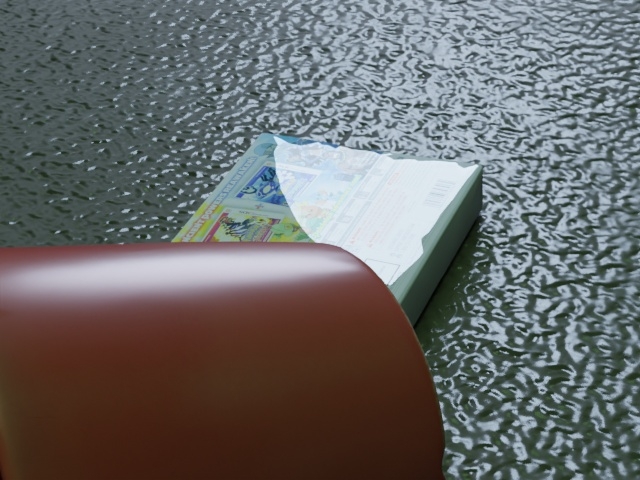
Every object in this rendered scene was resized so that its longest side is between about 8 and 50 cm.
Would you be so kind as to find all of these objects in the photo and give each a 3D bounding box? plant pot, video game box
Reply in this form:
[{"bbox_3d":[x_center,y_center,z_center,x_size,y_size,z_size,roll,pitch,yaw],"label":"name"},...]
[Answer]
[{"bbox_3d":[-0.084,0.117,0.825,0.243,0.275,0.275,-12,34,-28],"label":"plant pot"},{"bbox_3d":[0.000,0.000,1.148,0.187,0.048,0.205,12,38,20],"label":"video game box"}]
